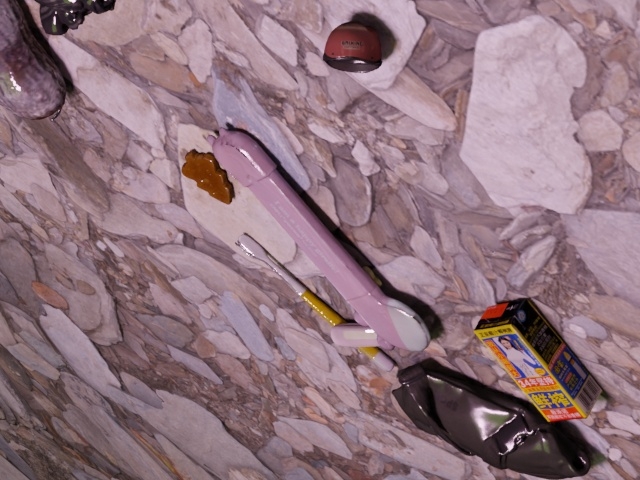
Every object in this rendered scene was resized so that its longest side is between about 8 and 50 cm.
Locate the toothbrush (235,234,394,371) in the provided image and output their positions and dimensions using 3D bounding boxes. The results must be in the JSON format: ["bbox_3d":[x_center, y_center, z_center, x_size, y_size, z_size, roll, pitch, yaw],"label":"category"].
[{"bbox_3d":[-0.008,0.090,2.189,0.288,0.021,0.024,41,163,0],"label":"toothbrush"}]

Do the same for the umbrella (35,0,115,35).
[{"bbox_3d":[-0.357,-0.397,1.802,0.154,0.128,0.336,16,141,48],"label":"umbrella"}]

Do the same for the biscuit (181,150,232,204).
[{"bbox_3d":[-0.150,-0.087,2.111,0.092,0.016,0.082,46,147,-14],"label":"biscuit"}]

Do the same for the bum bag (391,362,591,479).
[{"bbox_3d":[0.218,0.252,2.082,0.326,0.080,0.142,18,149,35],"label":"bum bag"}]

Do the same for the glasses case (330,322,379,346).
[{"bbox_3d":[0.053,0.132,2.154,0.083,0.021,0.032,-3,119,30],"label":"glasses case"}]

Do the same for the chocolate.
[{"bbox_3d":[-0.437,-0.266,2.116,0.110,0.110,0.248,13,142,41],"label":"chocolate"}]

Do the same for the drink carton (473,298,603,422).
[{"bbox_3d":[0.268,0.147,1.892,0.071,0.056,0.165,-17,119,49],"label":"drink carton"}]

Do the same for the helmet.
[{"bbox_3d":[0.036,-0.211,1.661,0.065,0.049,0.084,5,178,-3],"label":"helmet"}]

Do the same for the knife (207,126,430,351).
[{"bbox_3d":[0.000,-0.001,2.028,0.398,0.038,0.132,47,150,-11],"label":"knife"}]
